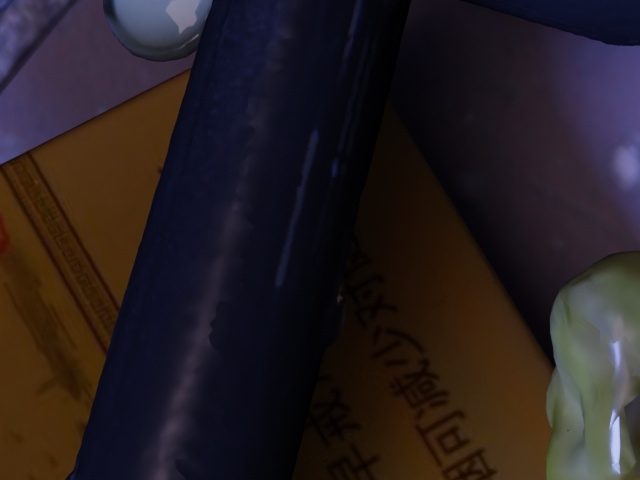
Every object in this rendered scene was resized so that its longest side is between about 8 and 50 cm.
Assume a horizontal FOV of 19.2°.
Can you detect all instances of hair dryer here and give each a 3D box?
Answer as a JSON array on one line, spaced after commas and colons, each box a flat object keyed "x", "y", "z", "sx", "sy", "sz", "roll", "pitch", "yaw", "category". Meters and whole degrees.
[{"x": 0.000, "y": 0.000, "z": 0.489, "sx": 0.189, "sy": 0.107, "sz": 0.352, "roll": 15, "pitch": 83, "yaw": -6, "category": "hair dryer"}]

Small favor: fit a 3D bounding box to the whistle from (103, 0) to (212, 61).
[{"x": -0.096, "y": -0.150, "z": 0.619, "sx": 0.236, "sy": 0.077, "sz": 0.114, "roll": 33, "pitch": 99, "yaw": 26, "category": "whistle"}]

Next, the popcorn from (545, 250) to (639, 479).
[{"x": 0.172, "y": 0.072, "z": 0.420, "sx": 0.258, "sy": 0.224, "sz": 0.270, "roll": -13, "pitch": 83, "yaw": 31, "category": "popcorn"}]

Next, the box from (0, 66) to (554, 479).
[{"x": -0.074, "y": 0.070, "z": 0.540, "sx": 0.274, "sy": 0.076, "sz": 0.174, "roll": -29, "pitch": 78, "yaw": -13, "category": "box"}]
